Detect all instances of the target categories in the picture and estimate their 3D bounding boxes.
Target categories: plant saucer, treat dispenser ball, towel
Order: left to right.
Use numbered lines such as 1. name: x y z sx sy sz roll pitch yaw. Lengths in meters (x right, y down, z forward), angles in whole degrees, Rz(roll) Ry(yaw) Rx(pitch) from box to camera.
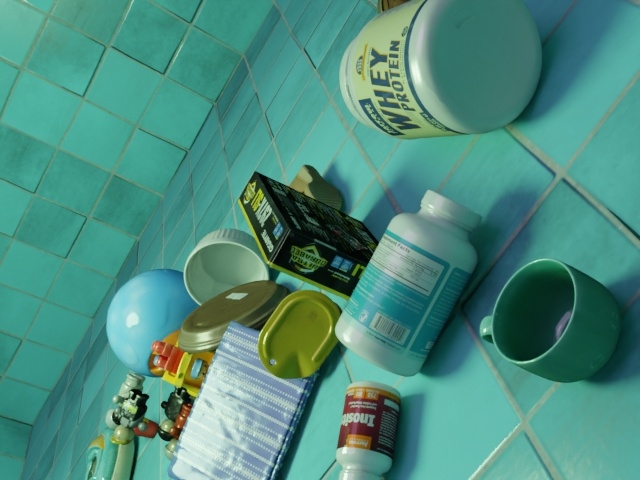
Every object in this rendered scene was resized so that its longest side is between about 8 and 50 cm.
1. treat dispenser ball: -0.420 0.218 1.960 0.288 0.288 0.288 -47 29 36
2. plant saucer: -0.199 0.162 1.657 0.277 0.041 0.278 -22 15 6
3. towel: -0.148 0.347 1.433 0.243 0.040 0.336 16 79 33

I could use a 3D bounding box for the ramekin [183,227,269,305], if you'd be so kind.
1. ramekin: -0.226 0.069 1.822 0.207 0.207 0.109 -54 15 23

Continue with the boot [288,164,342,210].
1. boot: -0.034 -0.042 1.703 0.248 0.090 0.207 -116 43 -60

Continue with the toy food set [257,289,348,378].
1. toy food set: -0.024 0.157 1.384 0.218 0.128 0.071 -54 -2 6

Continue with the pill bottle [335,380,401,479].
1. pill bottle: 0.070 0.295 1.104 0.086 0.086 0.152 -32 39 51

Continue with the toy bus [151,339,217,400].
1. toy bus: -0.284 0.292 1.701 0.220 0.211 0.150 -3 62 62

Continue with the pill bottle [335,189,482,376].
1. pill bottle: 0.141 0.060 1.114 0.264 0.146 0.146 -62 23 5

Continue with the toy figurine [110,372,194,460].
1. toy figurine: -0.414 0.440 1.830 0.148 0.209 0.213 -70 22 3

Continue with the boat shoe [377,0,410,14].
1. boat shoe: 0.196 -0.466 1.592 0.104 0.110 0.307 -34 48 44

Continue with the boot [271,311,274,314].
1. boot: -0.103 0.197 1.529 0.045 0.121 0.099 -161 88 -77

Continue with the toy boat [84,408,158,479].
1. toy boat: -0.601 0.604 2.134 0.318 0.148 0.267 -53 25 25

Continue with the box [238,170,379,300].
1. box: 0.000 0.000 1.332 0.079 0.257 0.322 -59 25 12

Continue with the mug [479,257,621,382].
1. mug: 0.273 0.094 0.861 0.130 0.097 0.158 -63 23 6

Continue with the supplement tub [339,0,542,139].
1. supplement tub: 0.188 -0.293 1.256 0.236 0.235 0.325 -67 23 -5
